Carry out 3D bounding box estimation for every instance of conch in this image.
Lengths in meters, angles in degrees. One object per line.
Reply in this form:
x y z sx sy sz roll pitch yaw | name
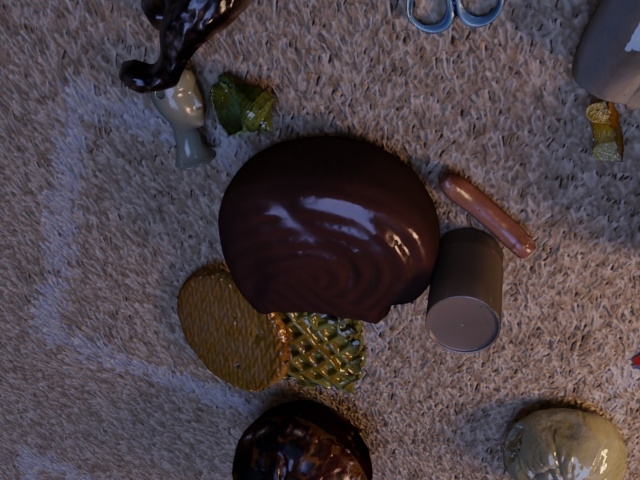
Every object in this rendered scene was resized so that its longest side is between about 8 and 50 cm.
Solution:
-0.116 -0.192 1.097 0.121 0.074 0.089 41 91 10 | conch

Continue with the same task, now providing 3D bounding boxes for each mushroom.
0.409 -0.300 0.872 0.159 0.122 0.329 -8 131 -24 | mushroom

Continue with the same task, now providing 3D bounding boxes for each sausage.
0.249 -0.039 1.126 0.186 0.043 0.043 39 125 -13 | sausage

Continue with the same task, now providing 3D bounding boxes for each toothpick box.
0.218 0.072 1.128 0.111 0.181 0.111 6 124 10 | toothpick box

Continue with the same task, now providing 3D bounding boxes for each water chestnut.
-0.045 0.460 1.415 0.300 0.300 0.300 7 126 10 | water chestnut

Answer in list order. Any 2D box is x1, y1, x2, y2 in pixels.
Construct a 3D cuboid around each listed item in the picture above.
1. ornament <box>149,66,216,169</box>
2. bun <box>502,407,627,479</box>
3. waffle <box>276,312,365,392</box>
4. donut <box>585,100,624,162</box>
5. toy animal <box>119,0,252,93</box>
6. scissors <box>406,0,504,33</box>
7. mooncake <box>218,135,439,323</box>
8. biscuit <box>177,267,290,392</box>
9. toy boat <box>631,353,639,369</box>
-0.205 -0.190 1.125 0.081 0.075 0.156 10 127 31 | ornament
0.433 0.404 1.330 0.220 0.134 0.220 6 128 7 | bun
-0.019 0.189 1.351 0.207 0.054 0.214 14 127 7 | waffle
0.378 -0.148 1.005 0.038 0.067 0.083 -2 159 36 | donut
-0.192 -0.399 0.910 0.302 0.194 0.344 -21 120 33 | toy animal
0.150 -0.380 0.921 0.125 0.030 0.256 -5 126 19 | scissors
0.000 0.000 1.145 0.326 0.174 0.334 31 125 -11 | mooncake
-0.156 0.159 1.341 0.254 0.035 0.254 18 126 27 | biscuit
0.595 0.223 1.232 0.149 0.034 0.105 48 126 -4 | toy boat
